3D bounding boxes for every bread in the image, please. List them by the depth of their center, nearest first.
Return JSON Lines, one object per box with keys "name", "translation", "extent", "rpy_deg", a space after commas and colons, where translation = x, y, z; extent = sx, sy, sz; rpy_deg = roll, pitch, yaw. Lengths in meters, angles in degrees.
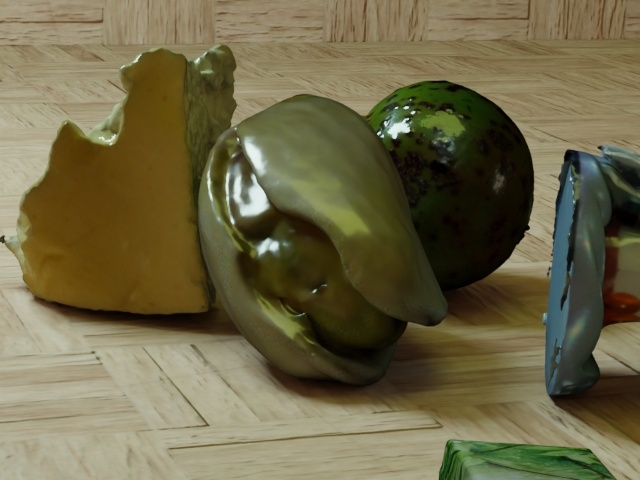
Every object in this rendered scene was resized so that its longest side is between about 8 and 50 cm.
{"name": "bread", "translation": [-0.184, -0.050, 1.656], "extent": [0.211, 0.224, 0.183], "rpy_deg": [-3, 6, 14]}

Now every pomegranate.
{"name": "pomegranate", "translation": [0.073, -0.058, 1.697], "extent": [0.247, 0.202, 0.202], "rpy_deg": [24, 12, -5]}

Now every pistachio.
{"name": "pistachio", "translation": [0.000, 0.000, 1.512], "extent": [0.197, 0.166, 0.288], "rpy_deg": [26, 29, -38]}

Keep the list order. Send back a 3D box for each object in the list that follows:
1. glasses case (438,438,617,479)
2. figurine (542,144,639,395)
{"name": "glasses case", "translation": [0.135, 0.180, 1.017], "extent": [0.095, 0.062, 0.272], "rpy_deg": [6, 13, -10]}
{"name": "figurine", "translation": [0.368, 0.010, 1.423], "extent": [0.388, 0.248, 0.276], "rpy_deg": [5, -5, 4]}
